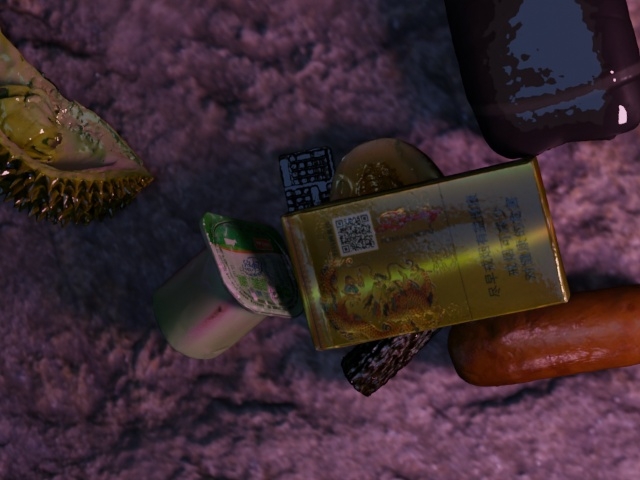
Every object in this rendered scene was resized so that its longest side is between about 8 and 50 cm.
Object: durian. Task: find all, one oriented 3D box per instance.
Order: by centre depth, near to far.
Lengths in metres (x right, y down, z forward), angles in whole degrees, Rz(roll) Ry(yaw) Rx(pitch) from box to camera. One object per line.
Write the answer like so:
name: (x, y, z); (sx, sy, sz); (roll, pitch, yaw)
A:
durian: (-0.392, -0.150, 1.844); (0.169, 0.157, 0.355); (-40, 85, -19)

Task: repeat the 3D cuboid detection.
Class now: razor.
razor: (0.244, -0.272, 1.628); (0.204, 0.113, 0.349); (-16, 92, 19)

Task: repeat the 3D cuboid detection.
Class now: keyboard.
keyboard: (0.000, 0.000, 1.777); (0.072, 0.023, 0.231); (-10, 94, 14)

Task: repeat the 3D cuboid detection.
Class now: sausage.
sausage: (0.280, 0.114, 1.672); (0.270, 0.109, 0.109); (-11, 94, 19)

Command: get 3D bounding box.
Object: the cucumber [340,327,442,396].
cucumber: (0.138, 0.071, 1.724); (0.067, 0.067, 0.293); (44, 105, 7)

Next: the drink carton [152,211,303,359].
drink carton: (-0.122, 0.069, 1.757); (0.142, 0.146, 0.144); (-40, 57, 28)

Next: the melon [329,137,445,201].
melon: (0.086, -0.061, 1.722); (0.160, 0.079, 0.128); (-27, 76, 21)

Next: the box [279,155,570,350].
box: (0.120, 0.018, 1.656); (0.311, 0.043, 0.173); (-13, 97, 18)
